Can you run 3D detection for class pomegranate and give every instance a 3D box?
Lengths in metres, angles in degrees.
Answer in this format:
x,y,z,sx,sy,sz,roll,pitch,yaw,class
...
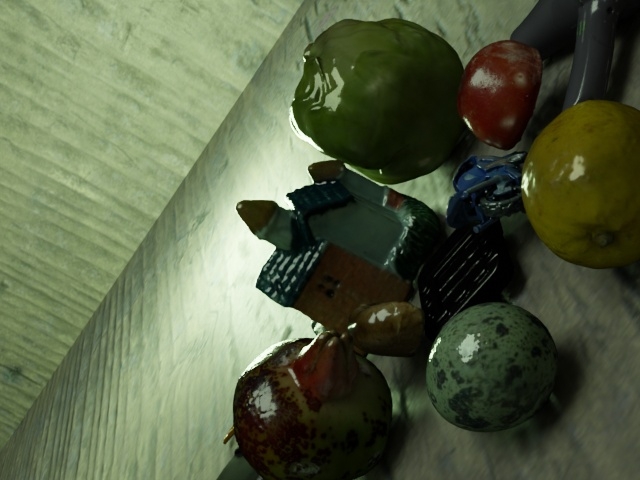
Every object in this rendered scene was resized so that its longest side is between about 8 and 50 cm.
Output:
x,y,z,sx,sy,sz,roll,pitch,yaw,class
-0.004,0.201,1.436,0.248,0.214,0.214,106,177,-46,pomegranate

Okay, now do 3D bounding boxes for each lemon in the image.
x,y,z,sx,sy,sz,roll,pitch,yaw,class
0.290,-0.060,1.175,0.170,0.170,0.207,-50,15,27,lemon

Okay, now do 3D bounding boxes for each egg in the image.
x,y,z,sx,sy,sz,roll,pitch,yaw,class
0.178,0.139,1.207,0.172,0.132,0.132,125,165,-53,egg

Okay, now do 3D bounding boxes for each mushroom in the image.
x,y,z,sx,sy,sz,roll,pitch,yaw,class
0.084,0.115,1.483,0.210,0.094,0.072,155,124,-83,mushroom

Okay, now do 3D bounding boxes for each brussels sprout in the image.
x,y,z,sx,sy,sz,roll,pitch,yaw,class
0.096,-0.220,1.766,0.316,0.273,0.242,-80,3,-60,brussels sprout

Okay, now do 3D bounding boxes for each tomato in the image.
x,y,z,sx,sy,sz,roll,pitch,yaw,class
0.227,-0.199,1.498,0.159,0.091,0.139,-82,12,-59,tomato

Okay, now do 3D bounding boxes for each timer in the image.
x,y,z,sx,sy,sz,roll,pitch,yaw,class
0.188,0.047,1.454,0.144,0.055,0.187,-50,16,21,timer

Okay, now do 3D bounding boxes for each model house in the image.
x,y,z,sx,sy,sz,roll,pitch,yaw,class
0.000,0.000,1.649,0.253,0.291,0.184,-56,23,9,model house

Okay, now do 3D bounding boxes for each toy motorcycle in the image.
x,y,z,sx,sy,sz,roll,pitch,yaw,class
0.219,-0.069,1.446,0.114,0.076,0.205,-12,19,20,toy motorcycle

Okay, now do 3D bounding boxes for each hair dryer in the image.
x,y,z,sx,sy,sz,roll,pitch,yaw,class
0.320,-0.217,1.462,0.301,0.121,0.361,139,151,-63,hair dryer

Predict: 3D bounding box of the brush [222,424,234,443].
x,y,z,sx,sy,sz,roll,pitch,yaw,class
-0.103,0.265,1.848,0.090,0.017,0.314,-54,1,-39,brush

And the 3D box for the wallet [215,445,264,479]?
x,y,z,sx,sy,sz,roll,pitch,yaw,class
-0.088,0.329,1.735,0.377,0.051,0.197,-55,16,9,wallet
